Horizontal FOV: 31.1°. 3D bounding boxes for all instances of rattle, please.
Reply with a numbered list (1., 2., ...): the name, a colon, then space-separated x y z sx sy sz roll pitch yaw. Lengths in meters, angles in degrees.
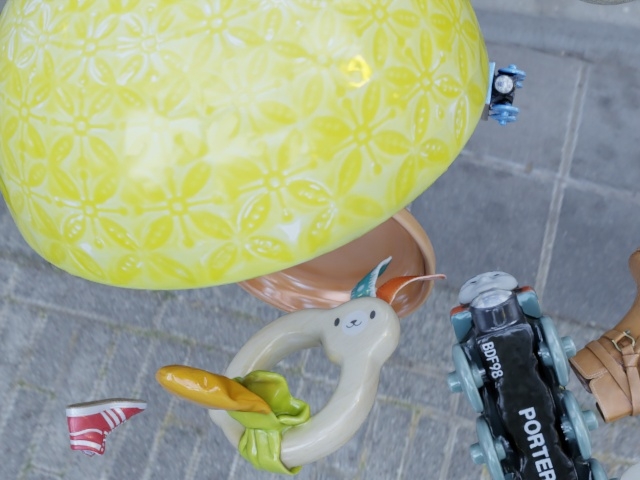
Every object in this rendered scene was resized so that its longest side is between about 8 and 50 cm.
1. rattle: -0.012 0.055 0.814 0.199 0.130 0.143 -44 117 -5

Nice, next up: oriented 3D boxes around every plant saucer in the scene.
1. plant saucer: 0.000 0.000 0.952 0.200 0.200 0.037 15 54 7

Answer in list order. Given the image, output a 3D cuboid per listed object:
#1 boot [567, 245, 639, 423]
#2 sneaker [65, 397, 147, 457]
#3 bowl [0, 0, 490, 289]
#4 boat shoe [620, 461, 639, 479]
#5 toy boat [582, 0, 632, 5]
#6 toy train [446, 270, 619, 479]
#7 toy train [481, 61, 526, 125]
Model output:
1. boot: 0.342 0.101 1.273 0.152 0.073 0.197 -26 44 5
2. sneaker: -0.267 0.234 1.440 0.042 0.118 0.067 -4 88 43
3. bowl: -0.064 -0.129 0.616 0.289 0.156 0.289 -11 41 10
4. boat shoe: 0.274 0.141 0.470 0.097 0.324 0.116 -22 105 -34
5. toy boat: 0.205 -0.265 0.694 0.231 0.151 0.151 -35 40 31
6. toy train: 0.229 0.195 1.280 0.142 0.190 0.334 -19 104 6
7. toy train: 0.250 -0.223 1.724 0.105 0.184 0.080 10 90 7
